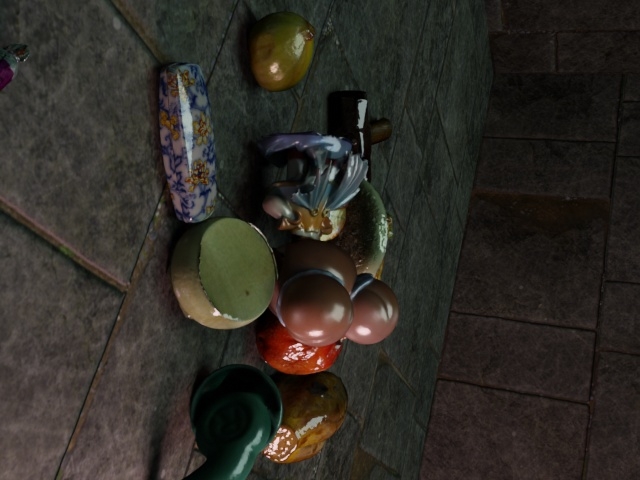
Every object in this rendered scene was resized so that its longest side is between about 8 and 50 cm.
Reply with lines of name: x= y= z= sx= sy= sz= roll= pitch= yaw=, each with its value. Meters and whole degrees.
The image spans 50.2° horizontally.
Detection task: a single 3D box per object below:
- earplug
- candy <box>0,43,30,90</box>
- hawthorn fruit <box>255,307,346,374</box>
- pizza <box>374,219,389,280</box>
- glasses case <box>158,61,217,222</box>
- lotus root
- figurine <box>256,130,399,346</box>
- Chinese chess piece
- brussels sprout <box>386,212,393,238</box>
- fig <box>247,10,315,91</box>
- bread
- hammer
earplug: x=-0.158 y=0.343 z=1.188 sx=0.280 sy=0.163 sz=0.257 roll=20 pitch=83 yaw=-78
candy: x=-0.363 y=-0.162 z=0.710 sx=0.043 sy=0.045 sz=0.175 roll=-57 pitch=-173 yaw=51
hawthorn fruit: x=-0.045 y=0.200 z=1.410 sx=0.173 sy=0.179 sz=0.173 roll=-59 pitch=176 yaw=-6
pizza: x=0.127 y=0.051 z=1.900 sx=0.223 sy=0.089 sz=0.323 roll=67 pitch=34 yaw=-60
glasses case: x=-0.205 y=-0.150 z=1.062 sx=0.087 sy=0.065 sz=0.248 roll=-40 pitch=133 yaw=-61
lotus root: x=-0.037 y=0.376 z=1.467 sx=0.291 sy=0.193 sz=0.193 roll=-9 pitch=104 yaw=-67
figurine: x=0.000 y=0.000 z=1.293 sx=0.276 sy=0.248 sz=0.388 roll=8 pitch=81 yaw=-49
Chinese chess piece: x=-0.161 y=0.054 z=1.136 sx=0.188 sy=0.083 sz=0.188 roll=19 pitch=64 yaw=-45
brussels sprout: x=0.208 y=-0.044 z=2.126 sx=0.051 sy=0.046 sz=0.083 roll=30 pitch=67 yaw=-73
fig: x=-0.076 y=-0.352 z=1.270 sx=0.153 sy=0.120 sz=0.136 roll=104 pitch=-1 yaw=-60
bread: x=0.042 y=-0.015 z=1.483 sx=0.040 sy=0.267 sz=0.267 roll=4 pitch=92 yaw=-42
hammer: x=0.131 y=-0.284 z=1.827 sx=0.409 sy=0.095 sz=0.243 roll=-35 pitch=127 yaw=-64
